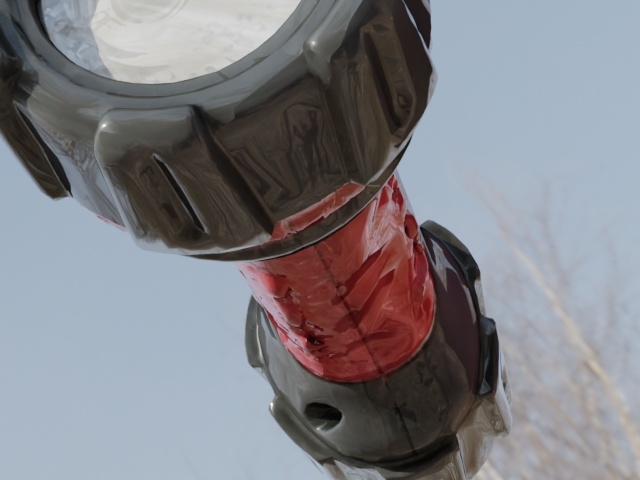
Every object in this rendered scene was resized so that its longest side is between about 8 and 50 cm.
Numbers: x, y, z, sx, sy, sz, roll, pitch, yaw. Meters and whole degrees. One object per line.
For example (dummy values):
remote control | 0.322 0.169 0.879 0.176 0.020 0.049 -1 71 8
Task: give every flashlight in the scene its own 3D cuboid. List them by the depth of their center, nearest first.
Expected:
flashlight | 0.000 0.000 0.515 0.103 0.103 0.304 -60 -23 -17
